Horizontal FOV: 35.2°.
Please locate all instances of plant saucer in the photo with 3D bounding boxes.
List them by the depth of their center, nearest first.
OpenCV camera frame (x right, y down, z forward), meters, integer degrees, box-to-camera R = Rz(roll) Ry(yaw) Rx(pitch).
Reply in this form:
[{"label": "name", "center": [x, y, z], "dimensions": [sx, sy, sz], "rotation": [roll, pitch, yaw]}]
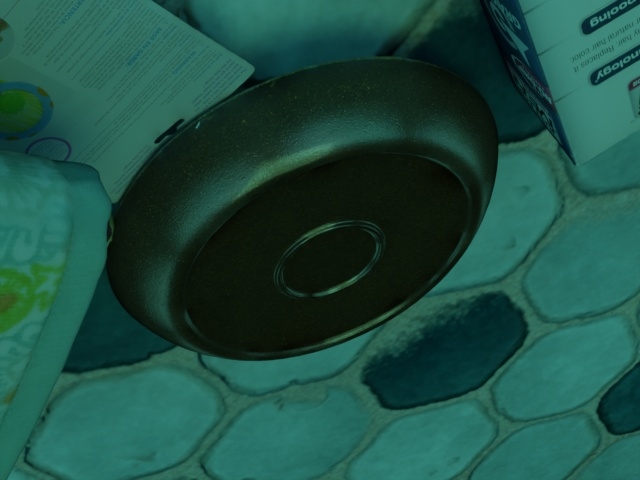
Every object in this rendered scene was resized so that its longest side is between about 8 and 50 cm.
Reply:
[{"label": "plant saucer", "center": [0.000, 0.000, 0.744], "dimensions": [0.311, 0.050, 0.310], "rotation": [-16, 145, -12]}]

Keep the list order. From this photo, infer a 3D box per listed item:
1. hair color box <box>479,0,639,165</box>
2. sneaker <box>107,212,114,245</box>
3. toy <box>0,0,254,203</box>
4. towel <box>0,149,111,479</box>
[{"label": "hair color box", "center": [0.164, -0.219, 0.595], "dimensions": [0.174, 0.105, 0.347], "rotation": [-30, 137, 5]}, {"label": "sneaker", "center": [-0.228, 0.007, 0.647], "dimensions": [0.185, 0.069, 0.084], "rotation": [-22, 142, -1]}, {"label": "toy", "center": [-0.166, -0.115, 0.569], "dimensions": [0.137, 0.056, 0.237], "rotation": [-39, 146, 21]}, {"label": "towel", "center": [-0.307, 0.110, 0.525], "dimensions": [0.320, 0.090, 0.374], "rotation": [-1, 126, -49]}]
